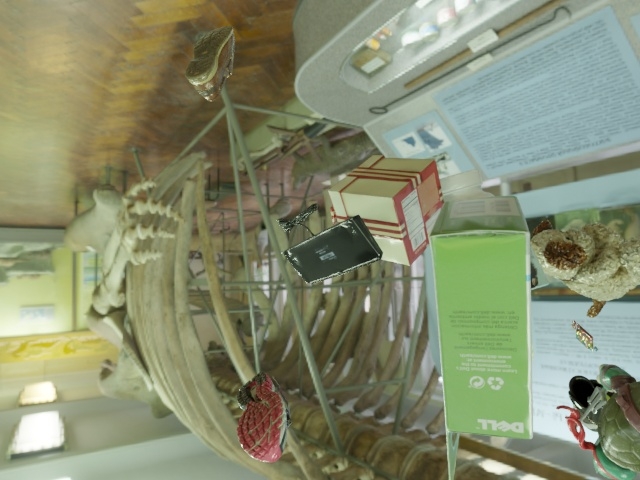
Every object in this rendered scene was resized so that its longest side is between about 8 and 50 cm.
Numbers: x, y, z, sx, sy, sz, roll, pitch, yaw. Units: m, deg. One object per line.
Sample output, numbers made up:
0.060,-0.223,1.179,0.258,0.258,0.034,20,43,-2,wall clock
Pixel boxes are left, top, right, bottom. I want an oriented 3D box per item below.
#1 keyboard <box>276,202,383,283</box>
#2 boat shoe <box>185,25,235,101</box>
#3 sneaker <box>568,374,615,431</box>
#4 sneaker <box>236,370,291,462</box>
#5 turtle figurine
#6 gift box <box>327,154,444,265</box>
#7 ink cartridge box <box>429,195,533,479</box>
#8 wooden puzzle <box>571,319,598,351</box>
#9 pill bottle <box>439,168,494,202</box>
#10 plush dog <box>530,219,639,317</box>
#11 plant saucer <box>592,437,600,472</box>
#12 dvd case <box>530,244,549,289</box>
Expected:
0.000,0.000,1.126,0.033,0.201,0.317,-45,-168,-37,keyboard
-0.186,-0.314,0.813,0.064,0.178,0.060,-5,141,17,boat shoe
0.450,0.254,0.747,0.084,0.097,0.235,-40,163,3,sneaker
-0.112,0.403,1.051,0.121,0.112,0.299,-38,-168,-3,sneaker
0.348,0.180,0.456,0.118,0.175,0.234,2,129,-32,turtle figurine
0.185,-0.074,1.333,0.258,0.276,0.255,13,-142,43,gift box
0.130,0.078,0.364,0.062,0.209,0.109,-2,-164,21,ink cartridge box
0.608,0.224,1.063,0.006,0.049,0.083,-23,-148,-2,wooden puzzle
0.482,-0.014,1.501,0.229,0.407,0.229,-17,-179,0,pill bottle
0.598,0.047,1.081,0.225,0.210,0.262,26,-165,1,plush dog
0.683,0.450,1.073,0.195,0.195,0.037,4,-155,-46,plant saucer
0.340,0.036,0.825,0.087,0.119,0.013,-18,158,4,dvd case
